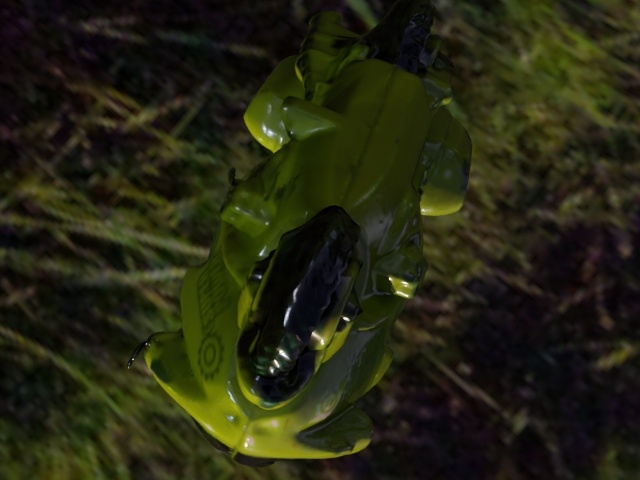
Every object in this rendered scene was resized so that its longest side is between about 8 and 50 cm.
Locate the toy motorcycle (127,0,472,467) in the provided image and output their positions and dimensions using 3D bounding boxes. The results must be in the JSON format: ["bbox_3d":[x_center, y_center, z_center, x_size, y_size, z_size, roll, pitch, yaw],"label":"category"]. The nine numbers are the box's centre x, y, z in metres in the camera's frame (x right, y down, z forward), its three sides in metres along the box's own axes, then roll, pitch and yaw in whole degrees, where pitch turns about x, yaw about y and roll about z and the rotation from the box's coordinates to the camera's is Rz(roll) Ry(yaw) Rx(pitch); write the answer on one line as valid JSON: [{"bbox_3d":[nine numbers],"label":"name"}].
[{"bbox_3d":[0.002,0.001,1.052,0.142,0.342,0.206,30,126,-7],"label":"toy motorcycle"}]
